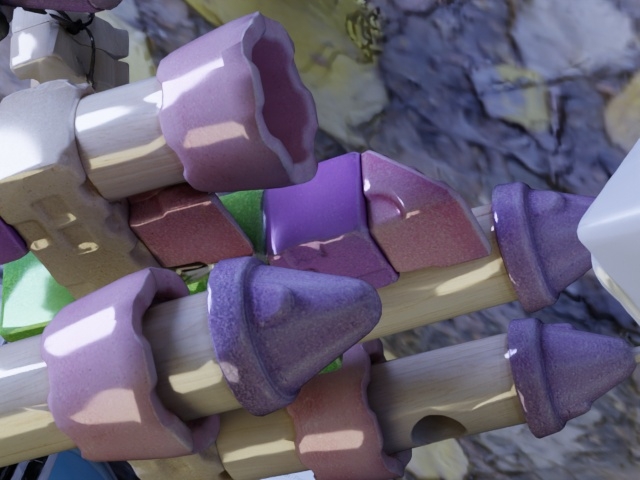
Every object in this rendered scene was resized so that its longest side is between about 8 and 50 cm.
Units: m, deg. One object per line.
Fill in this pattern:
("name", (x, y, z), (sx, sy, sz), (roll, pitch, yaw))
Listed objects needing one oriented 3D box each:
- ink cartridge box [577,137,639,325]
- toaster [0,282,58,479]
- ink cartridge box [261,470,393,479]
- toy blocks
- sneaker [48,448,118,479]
("ink cartridge box", (0.246, 0.006, 0.579), (0.198, 0.114, 0.273), (48, 148, -16))
("toaster", (-0.241, 0.104, 1.170), (0.147, 0.227, 0.129), (11, 139, 11))
("ink cartridge box", (-0.027, 0.243, 1.103), (0.093, 0.212, 0.154), (12, 140, 32))
("toy blocks", (0.000, 0.000, 0.790), (0.260, 0.309, 0.288), (-16, 140, 17))
("sneaker", (-0.115, 0.263, 1.262), (0.208, 0.127, 0.319), (15, 131, 46))
